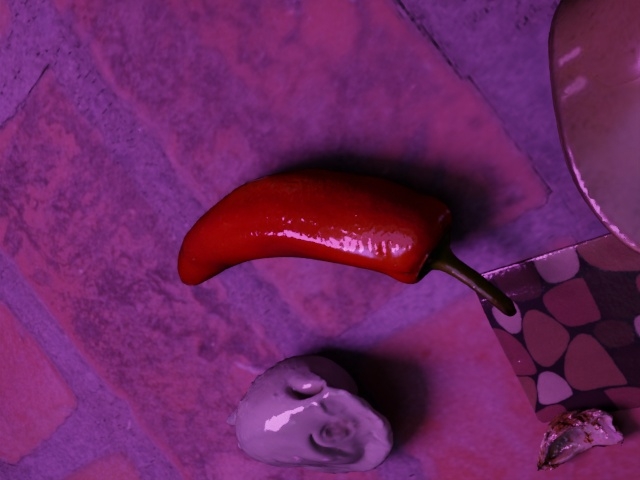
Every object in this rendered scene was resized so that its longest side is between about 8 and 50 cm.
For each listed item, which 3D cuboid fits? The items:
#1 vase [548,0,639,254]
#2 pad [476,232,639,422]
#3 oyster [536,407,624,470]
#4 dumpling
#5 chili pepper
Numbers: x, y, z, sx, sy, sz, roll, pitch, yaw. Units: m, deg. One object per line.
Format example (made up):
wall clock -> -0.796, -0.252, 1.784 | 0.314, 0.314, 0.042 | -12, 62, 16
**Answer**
vase -> 0.229, -0.189, 0.400 | 0.329, 0.240, 0.302 | 62, 148, 26
pad -> 0.253, 0.066, 0.623 | 0.235, 0.003, 0.158 | -21, 101, 37
oyster -> 0.220, 0.174, 0.677 | 0.093, 0.034, 0.051 | -33, 117, 29
dumpling -> -0.009, 0.177, 0.787 | 0.219, 0.152, 0.108 | -24, 56, 52
chili pepper -> -0.006, -0.005, 0.704 | 0.368, 0.092, 0.137 | 5, 135, 37
